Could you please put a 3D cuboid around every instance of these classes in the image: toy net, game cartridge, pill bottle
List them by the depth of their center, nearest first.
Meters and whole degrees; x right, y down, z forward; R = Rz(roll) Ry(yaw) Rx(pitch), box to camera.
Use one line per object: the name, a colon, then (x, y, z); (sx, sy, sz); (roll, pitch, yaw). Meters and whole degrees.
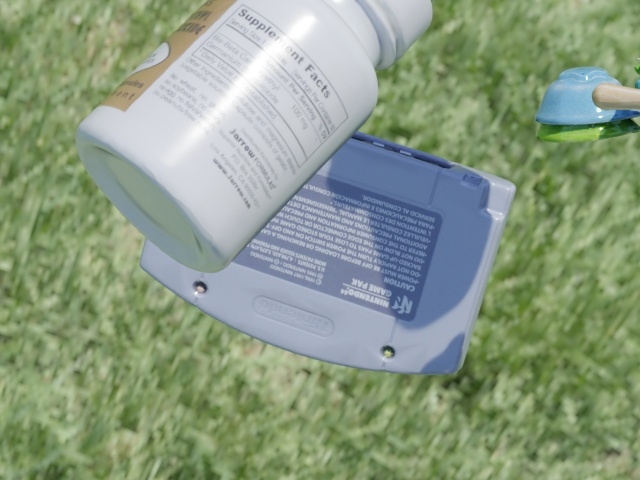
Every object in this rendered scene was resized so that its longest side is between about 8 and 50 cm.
toy net: (0.225, -0.083, 1.117); (0.122, 0.045, 0.232); (-8, 12, -16)
pill bottle: (-0.038, -0.101, 1.165); (0.131, 0.131, 0.229); (39, 72, 13)
game cartridge: (0.000, 0.000, 1.522); (0.294, 0.196, 0.060); (19, 12, 11)

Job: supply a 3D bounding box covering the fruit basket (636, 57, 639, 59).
fruit basket: (0.540, -0.115, 1.768); (0.327, 0.165, 0.353); (15, 12, -41)
